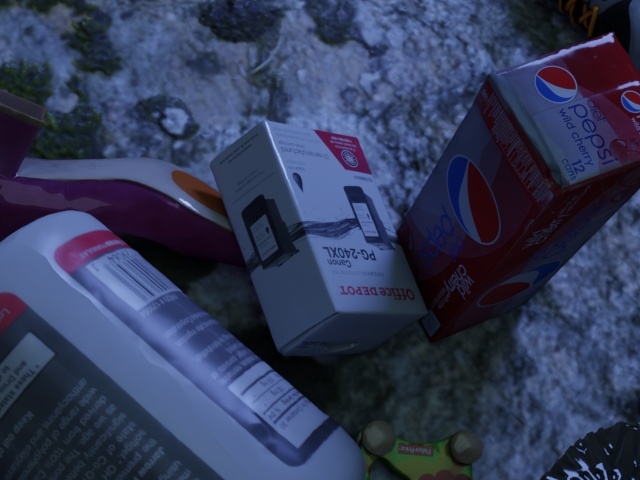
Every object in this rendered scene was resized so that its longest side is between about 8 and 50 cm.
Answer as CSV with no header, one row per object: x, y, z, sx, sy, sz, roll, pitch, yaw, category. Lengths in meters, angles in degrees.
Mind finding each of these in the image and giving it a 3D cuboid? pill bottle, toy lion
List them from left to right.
-0.086,0.144,0.688,0.318,0.176,0.176,40,65,8,pill bottle
0.072,0.177,0.788,0.100,0.034,0.096,8,72,-7,toy lion

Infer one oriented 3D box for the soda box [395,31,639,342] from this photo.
0.127,-0.023,0.757,0.092,0.263,0.083,-20,72,-19,soda box

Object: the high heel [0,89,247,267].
-0.156,-0.007,0.819,0.244,0.082,0.117,24,105,-19,high heel

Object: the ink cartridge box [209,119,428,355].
0.000,0.000,0.807,0.109,0.063,0.150,4,58,-51,ink cartridge box

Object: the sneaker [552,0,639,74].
0.222,-0.224,0.978,0.083,0.084,0.215,-21,67,-5,sneaker

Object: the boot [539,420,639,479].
0.112,0.239,0.651,0.236,0.269,0.089,-12,43,-35,boot
